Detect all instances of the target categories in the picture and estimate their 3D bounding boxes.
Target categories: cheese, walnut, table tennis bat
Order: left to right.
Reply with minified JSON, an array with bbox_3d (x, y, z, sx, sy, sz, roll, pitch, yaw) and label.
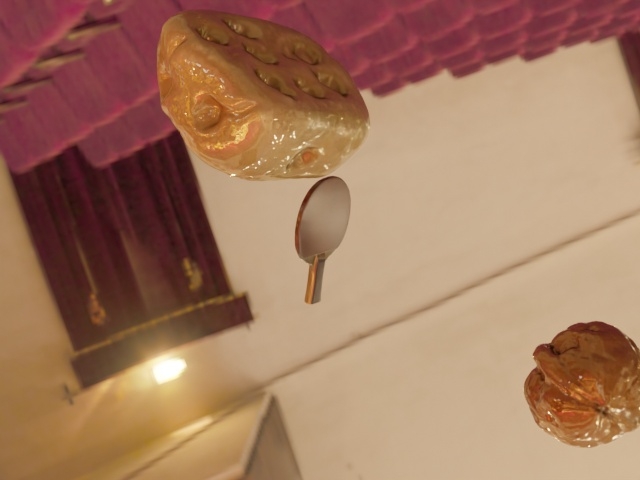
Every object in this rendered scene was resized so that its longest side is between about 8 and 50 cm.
[{"bbox_3d":[-0.065,-0.142,1.110,0.117,0.235,0.218,-62,-176,28],"label":"cheese"},{"bbox_3d":[0.000,0.000,1.278,0.014,0.158,0.095,21,-156,33],"label":"table tennis bat"},{"bbox_3d":[0.324,0.175,1.317,0.166,0.149,0.166,-56,-173,10],"label":"walnut"}]
